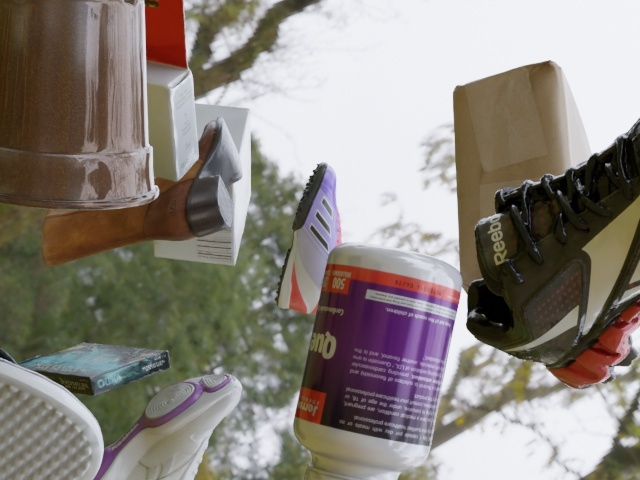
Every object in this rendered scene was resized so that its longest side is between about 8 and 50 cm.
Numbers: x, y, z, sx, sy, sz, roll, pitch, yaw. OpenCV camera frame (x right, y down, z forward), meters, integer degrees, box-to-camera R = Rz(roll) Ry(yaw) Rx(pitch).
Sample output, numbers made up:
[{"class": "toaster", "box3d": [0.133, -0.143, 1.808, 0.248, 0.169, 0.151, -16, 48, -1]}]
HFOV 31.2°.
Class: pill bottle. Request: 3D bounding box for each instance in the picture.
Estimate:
[{"class": "pill bottle", "box3d": [0.069, 0.174, 1.485, 0.181, 0.181, 0.323, -3, -106, 67]}]

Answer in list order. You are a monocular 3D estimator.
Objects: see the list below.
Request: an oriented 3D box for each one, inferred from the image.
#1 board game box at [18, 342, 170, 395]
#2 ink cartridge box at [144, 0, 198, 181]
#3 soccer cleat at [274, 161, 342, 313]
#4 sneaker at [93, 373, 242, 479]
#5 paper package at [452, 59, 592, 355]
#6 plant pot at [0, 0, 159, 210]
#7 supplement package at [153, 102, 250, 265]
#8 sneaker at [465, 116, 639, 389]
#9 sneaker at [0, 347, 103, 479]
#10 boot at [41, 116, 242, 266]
[{"class": "board game box", "box3d": [-0.302, 0.165, 1.495, 0.186, 0.126, 0.026, 0, -78, 43]}, {"class": "ink cartridge box", "box3d": [-0.280, -0.209, 1.335, 0.275, 0.060, 0.239, 14, -51, 19]}, {"class": "soccer cleat", "box3d": [0.000, 0.000, 2.172, 0.109, 0.116, 0.318, -74, 179, -62]}, {"class": "sneaker", "box3d": [-0.220, 0.315, 1.670, 0.152, 0.305, 0.114, 48, 4, -20]}, {"class": "paper package", "box3d": [0.313, -0.035, 1.674, 0.309, 0.168, 0.325, 48, 37, -56]}, {"class": "plant pot", "box3d": [-0.210, -0.122, 0.941, 0.167, 0.166, 0.165, 28, -65, 57]}, {"class": "supplement package", "box3d": [-0.207, -0.099, 1.998, 0.203, 0.149, 0.194, 93, 4, -45]}, {"class": "sneaker", "box3d": [0.178, -0.006, 0.743, 0.276, 0.135, 0.098, 116, -16, -46]}, {"class": "sneaker", "box3d": [-0.354, 0.144, 1.087, 0.127, 0.321, 0.126, -93, -159, -78]}, {"class": "boot", "box3d": [-0.262, -0.071, 1.703, 0.264, 0.280, 0.096, -90, 163, -46]}]
